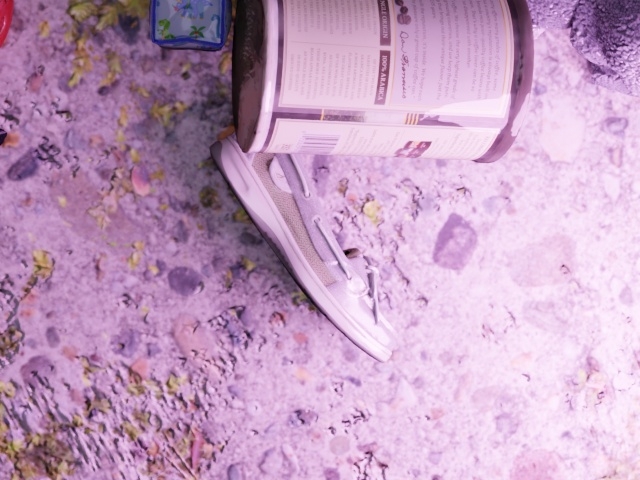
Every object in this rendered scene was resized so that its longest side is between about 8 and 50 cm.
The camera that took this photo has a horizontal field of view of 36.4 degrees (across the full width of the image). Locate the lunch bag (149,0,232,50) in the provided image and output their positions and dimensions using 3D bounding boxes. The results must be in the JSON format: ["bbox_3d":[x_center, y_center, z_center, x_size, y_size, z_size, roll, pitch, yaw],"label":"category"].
[{"bbox_3d":[-0.136,-0.282,1.051,0.096,0.129,0.151,0,98,-7],"label":"lunch bag"}]

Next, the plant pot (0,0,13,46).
[{"bbox_3d":[-0.430,-0.258,1.003,0.191,0.174,0.191,-1,98,-5],"label":"plant pot"}]

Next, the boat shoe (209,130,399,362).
[{"bbox_3d":[-0.001,-0.001,1.123,0.103,0.118,0.320,-36,92,-3],"label":"boat shoe"}]

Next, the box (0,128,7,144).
[{"bbox_3d":[-0.457,-0.079,1.071,0.158,0.093,0.156,23,97,-8],"label":"box"}]

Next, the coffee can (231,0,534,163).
[{"bbox_3d":[0.057,-0.187,1.032,0.275,0.201,0.201,1,100,-15],"label":"coffee can"}]

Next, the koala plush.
[{"bbox_3d":[0.299,-0.275,1.079,0.221,0.203,0.196,27,112,11],"label":"koala plush"}]
